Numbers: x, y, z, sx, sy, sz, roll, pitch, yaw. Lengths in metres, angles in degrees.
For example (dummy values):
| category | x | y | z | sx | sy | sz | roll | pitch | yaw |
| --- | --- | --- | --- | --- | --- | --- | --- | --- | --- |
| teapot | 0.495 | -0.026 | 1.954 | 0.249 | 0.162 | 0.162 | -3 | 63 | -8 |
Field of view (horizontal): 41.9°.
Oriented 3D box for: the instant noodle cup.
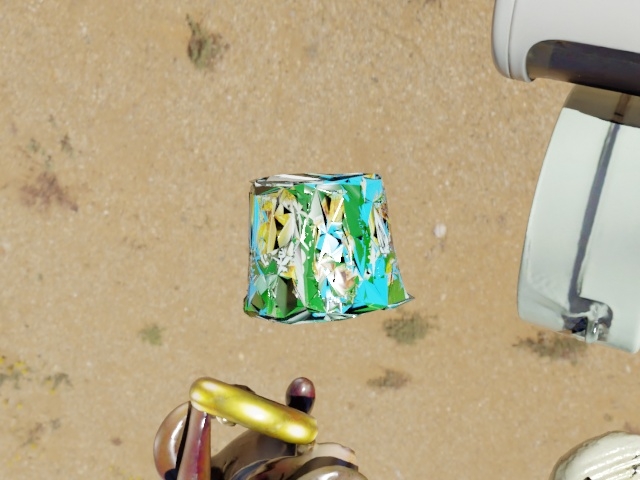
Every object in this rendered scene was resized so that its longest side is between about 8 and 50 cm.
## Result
| category | x | y | z | sx | sy | sz | roll | pitch | yaw |
| --- | --- | --- | --- | --- | --- | --- | --- | --- | --- |
| instant noodle cup | 0.000 | 0.000 | 1.138 | 0.240 | 0.240 | 0.178 | -3 | 98 | 7 |

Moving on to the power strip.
| category | x | y | z | sx | sy | sz | roll | pitch | yaw |
| --- | --- | --- | --- | --- | --- | --- | --- | --- | --- |
| power strip | 0.370 | -0.026 | 1.079 | 0.161 | 0.357 | 0.358 | 15 | 139 | 22 |

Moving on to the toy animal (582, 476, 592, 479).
| category | x | y | z | sx | sy | sz | roll | pitch | yaw |
| --- | --- | --- | --- | --- | --- | --- | --- | --- | --- |
| toy animal | 0.188 | 0.256 | 0.703 | 0.121 | 0.210 | 0.117 | -17 | 113 | 19 |

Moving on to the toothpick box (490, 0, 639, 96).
| category | x | y | z | sx | sy | sz | roll | pitch | yaw |
| --- | --- | --- | --- | --- | --- | --- | --- | --- | --- |
| toothpick box | 0.353 | -0.246 | 0.833 | 0.316 | 0.229 | 0.229 | 17 | 140 | 21 |

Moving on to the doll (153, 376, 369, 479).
| category | x | y | z | sx | sy | sz | roll | pitch | yaw |
| --- | --- | --- | --- | --- | --- | --- | --- | --- | --- |
| doll | -0.047 | 0.267 | 0.897 | 0.318 | 0.340 | 0.209 | 42 | 86 | -10 |

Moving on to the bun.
| category | x | y | z | sx | sy | sz | roll | pitch | yaw |
| --- | --- | --- | --- | --- | --- | --- | --- | --- | --- |
| bun | 0.520 | 0.458 | 1.409 | 0.272 | 0.273 | 0.168 | -3 | 155 | 8 |
